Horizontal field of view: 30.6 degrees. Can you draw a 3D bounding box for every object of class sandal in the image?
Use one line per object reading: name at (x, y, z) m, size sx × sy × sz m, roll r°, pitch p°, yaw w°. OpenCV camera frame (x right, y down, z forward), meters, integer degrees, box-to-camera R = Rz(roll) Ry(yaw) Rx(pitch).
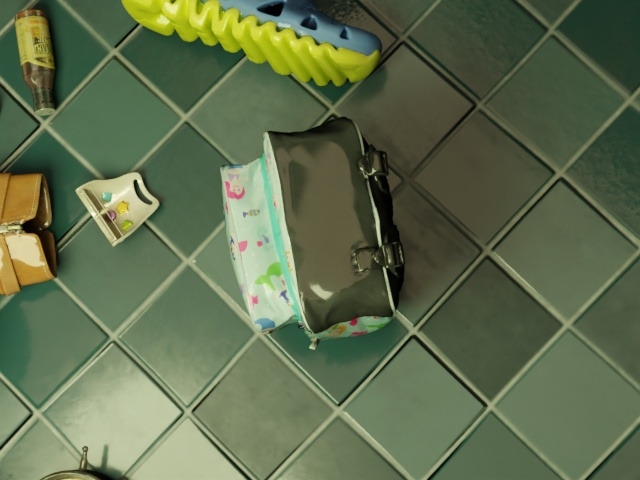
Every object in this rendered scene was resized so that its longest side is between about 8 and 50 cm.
sandal at (-0.071, -0.282, 1.372) m, size 0.317 × 0.126 × 0.138 m, roll 22°, pitch 79°, yaw 7°

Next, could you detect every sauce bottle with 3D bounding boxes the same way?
sauce bottle at (-0.344, -0.216, 1.425) m, size 0.042 × 0.042 × 0.128 m, roll -13°, pitch 82°, yaw 3°

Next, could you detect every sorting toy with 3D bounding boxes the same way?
sorting toy at (-0.234, -0.042, 1.387) m, size 0.075 × 0.045 × 0.083 m, roll -34°, pitch 79°, yaw -8°

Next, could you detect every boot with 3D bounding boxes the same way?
boot at (-0.434, -0.057, 1.369) m, size 0.220 × 0.109 × 0.284 m, roll -13°, pitch 83°, yaw 5°

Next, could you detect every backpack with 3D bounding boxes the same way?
backpack at (0.000, 0.000, 1.251) m, size 0.191 × 0.253 × 0.225 m, roll -13°, pitch 83°, yaw 7°

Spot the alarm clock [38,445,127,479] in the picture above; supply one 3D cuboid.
alarm clock at (-0.289, 0.338, 1.316) m, size 0.129 × 0.064 × 0.192 m, roll 42°, pitch 84°, yaw 10°
